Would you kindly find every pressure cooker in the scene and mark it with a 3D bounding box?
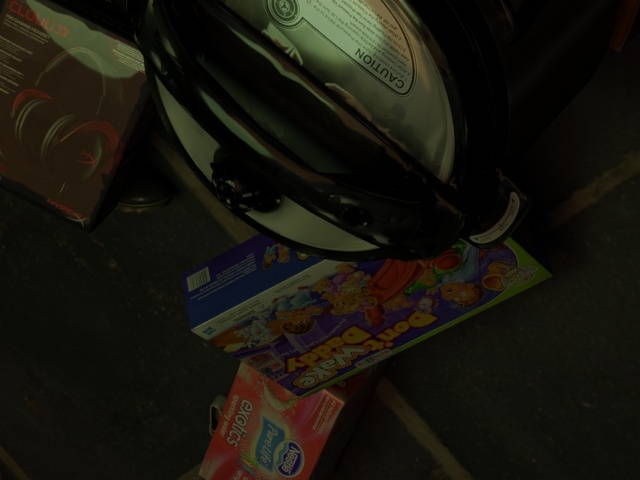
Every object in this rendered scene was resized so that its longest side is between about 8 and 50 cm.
[{"bbox_3d":[0.047,-0.182,1.486,0.370,0.420,0.375,6,124,35],"label":"pressure cooker"}]

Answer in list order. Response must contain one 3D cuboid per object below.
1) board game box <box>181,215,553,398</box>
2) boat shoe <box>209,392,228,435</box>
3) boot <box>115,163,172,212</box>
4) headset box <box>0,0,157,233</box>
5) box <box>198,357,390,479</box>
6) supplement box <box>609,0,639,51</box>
[{"bbox_3d":[0.054,0.039,1.809,0.347,0.078,0.233,-28,143,21],"label":"board game box"},{"bbox_3d":[-0.147,0.268,2.326,0.035,0.035,0.100,23,131,22],"label":"boat shoe"},{"bbox_3d":[-0.280,-0.151,2.117,0.189,0.076,0.208,17,122,24],"label":"boot"},{"bbox_3d":[-0.314,-0.191,2.004,0.218,0.110,0.293,28,115,1],"label":"headset box"},{"bbox_3d":[-0.034,0.229,2.138,0.154,0.142,0.300,34,134,11],"label":"box"},{"bbox_3d":[0.227,-0.285,1.634,0.233,0.078,0.080,31,136,16],"label":"supplement box"}]
